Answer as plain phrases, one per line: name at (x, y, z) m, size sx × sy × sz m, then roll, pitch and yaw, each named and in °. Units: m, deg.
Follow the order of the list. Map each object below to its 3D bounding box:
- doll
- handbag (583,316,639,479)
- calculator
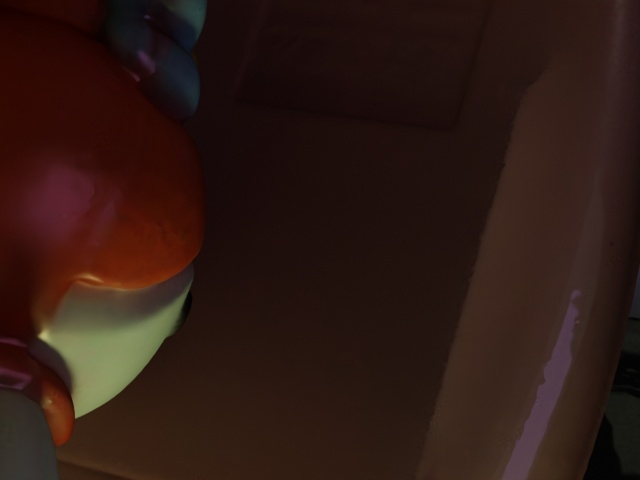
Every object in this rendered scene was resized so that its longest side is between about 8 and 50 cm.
doll at (-0.107, -0.009, 0.459) m, size 0.130 × 0.161 × 0.290 m, roll 28°, pitch 60°, yaw -36°
handbag at (0.085, 0.169, 0.627) m, size 0.325 × 0.162 × 0.327 m, roll 17°, pitch 80°, yaw -39°
calculator at (0.000, 0.000, 0.511) m, size 0.048 × 0.220 × 0.330 m, roll 37°, pitch 65°, yaw -60°
